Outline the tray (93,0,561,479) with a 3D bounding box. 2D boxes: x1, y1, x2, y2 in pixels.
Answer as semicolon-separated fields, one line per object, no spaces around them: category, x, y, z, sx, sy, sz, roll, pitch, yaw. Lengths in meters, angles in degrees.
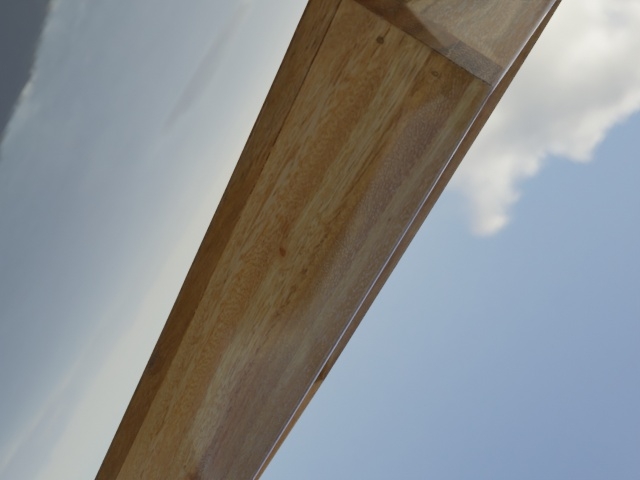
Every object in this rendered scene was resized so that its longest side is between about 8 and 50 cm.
tray;0.000;0.000;0.661;0.203;0.076;0.411;-53;173;-44
